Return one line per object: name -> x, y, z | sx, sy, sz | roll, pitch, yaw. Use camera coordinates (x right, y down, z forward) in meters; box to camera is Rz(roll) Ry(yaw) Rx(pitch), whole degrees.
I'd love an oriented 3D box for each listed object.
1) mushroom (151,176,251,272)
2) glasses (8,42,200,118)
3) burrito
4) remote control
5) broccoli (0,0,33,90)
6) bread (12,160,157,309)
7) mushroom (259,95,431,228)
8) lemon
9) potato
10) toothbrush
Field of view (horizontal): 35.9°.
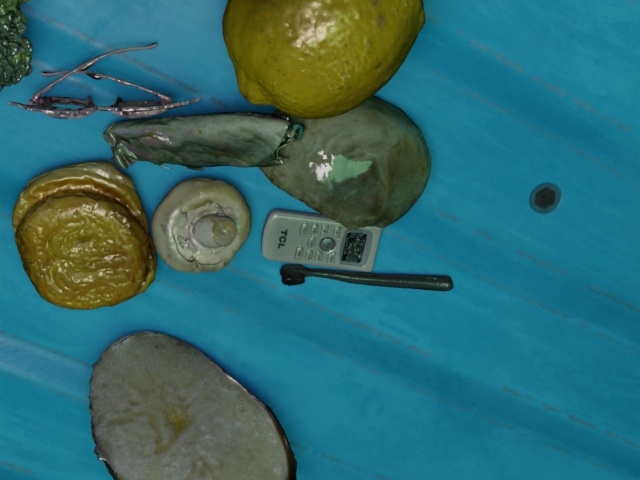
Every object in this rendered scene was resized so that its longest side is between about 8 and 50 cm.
mushroom -> -0.177, -0.020, 1.489 | 0.154, 0.122, 0.154 | -8, 105, -32
glasses -> -0.297, -0.213, 1.370 | 0.255, 0.162, 0.095 | -4, 112, -8
burrito -> -0.169, -0.144, 1.416 | 0.309, 0.066, 0.096 | 0, 147, 20
remote control -> 0.000, 0.000, 1.586 | 0.190, 0.029, 0.087 | 8, 113, -12
broccoli -> -0.519, -0.280, 1.311 | 0.288, 0.248, 0.245 | -11, 74, -4
bread -> -0.354, 0.001, 1.482 | 0.198, 0.120, 0.236 | -12, 115, -1
mushroom -> 0.051, -0.115, 1.466 | 0.267, 0.164, 0.189 | 32, 107, -20
lemon -> 0.007, -0.302, 1.330 | 0.310, 0.253, 0.253 | -42, 114, 7
potato -> -0.247, 0.389, 1.626 | 0.397, 0.290, 0.296 | 33, 135, -1
toothbrush -> 0.080, 0.066, 1.630 | 0.297, 0.030, 0.030 | 4, 140, -12
